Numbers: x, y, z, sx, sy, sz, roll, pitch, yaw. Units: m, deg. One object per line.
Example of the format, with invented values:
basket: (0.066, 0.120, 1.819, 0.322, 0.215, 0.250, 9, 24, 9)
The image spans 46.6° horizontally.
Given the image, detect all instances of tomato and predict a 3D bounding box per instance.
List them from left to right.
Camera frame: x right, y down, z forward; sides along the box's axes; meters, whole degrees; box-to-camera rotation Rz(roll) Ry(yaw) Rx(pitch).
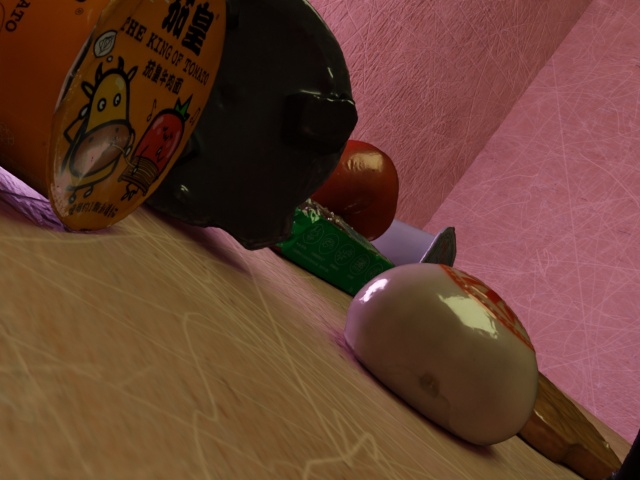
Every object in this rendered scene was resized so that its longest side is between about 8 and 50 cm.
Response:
tomato: (0.024, -0.092, 1.440, 0.260, 0.260, 0.179, 33, 39, -35)

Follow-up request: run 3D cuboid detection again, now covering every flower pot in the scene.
flower pot: (-0.105, -0.139, 0.835, 0.299, 0.299, 0.283, 35, -4, -17)

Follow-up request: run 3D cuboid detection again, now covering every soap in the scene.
soap: (0.001, -0.002, 1.246, 0.273, 0.098, 0.218, 31, 6, -46)

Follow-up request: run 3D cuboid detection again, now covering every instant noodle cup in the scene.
instant noodle cup: (-0.193, -0.137, 0.543, 0.172, 0.215, 0.216, 27, 3, 8)

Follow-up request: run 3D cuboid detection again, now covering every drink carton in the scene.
drink carton: (0.173, 0.037, 1.611, 0.190, 0.191, 0.185, 23, -23, 31)

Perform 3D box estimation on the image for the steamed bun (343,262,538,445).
steamed bun: (0.146, 0.110, 0.829, 0.232, 0.145, 0.232, 35, 4, -3)

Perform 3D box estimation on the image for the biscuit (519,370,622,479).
biscuit: (0.345, 0.248, 1.249, 0.365, 0.062, 0.385, 32, 11, -36)

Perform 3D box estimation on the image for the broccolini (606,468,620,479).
broccolini: (0.431, 0.379, 0.928, 0.091, 0.068, 0.202, 14, 35, -45)

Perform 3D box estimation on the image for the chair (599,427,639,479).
chair: (0.401, 0.265, 0.780, 0.166, 0.188, 0.272, 24, 8, 16)
